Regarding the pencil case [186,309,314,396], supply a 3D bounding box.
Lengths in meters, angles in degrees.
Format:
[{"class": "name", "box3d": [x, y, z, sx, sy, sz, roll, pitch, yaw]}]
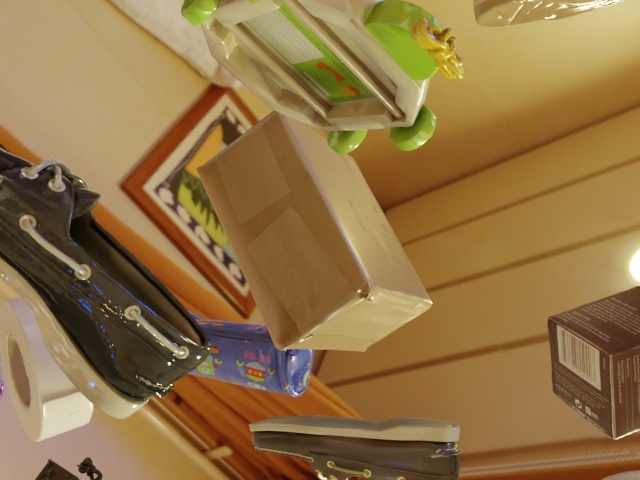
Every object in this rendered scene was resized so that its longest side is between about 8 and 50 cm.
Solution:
[{"class": "pencil case", "box3d": [-0.160, 0.206, 1.230, 0.305, 0.133, 0.119, 6, -139, 21]}]

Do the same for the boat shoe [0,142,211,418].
[{"class": "boat shoe", "box3d": [-0.200, -0.007, 0.491, 0.091, 0.303, 0.114, -34, -162, 4]}]

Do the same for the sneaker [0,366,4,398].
[{"class": "sneaker", "box3d": [-0.348, 0.132, 0.598, 0.236, 0.104, 0.095, -29, -156, 53]}]

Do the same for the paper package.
[{"class": "paper package", "box3d": [0.000, 0.000, 1.025, 0.168, 0.309, 0.325, -35, -113, 17]}]

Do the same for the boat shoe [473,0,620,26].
[{"class": "boat shoe", "box3d": [0.272, -0.304, 0.740, 0.285, 0.093, 0.102, -19, -172, -34]}]

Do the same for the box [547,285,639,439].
[{"class": "box", "box3d": [0.534, 0.206, 1.135, 0.203, 0.167, 0.168, -15, -161, -12]}]

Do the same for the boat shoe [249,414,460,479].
[{"class": "boat shoe", "box3d": [0.032, 0.224, 0.689, 0.227, 0.069, 0.081, -2, 174, 15]}]

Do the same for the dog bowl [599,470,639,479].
[{"class": "dog bowl", "box3d": [0.357, 0.385, 0.669, 0.104, 0.265, 0.264, -12, 179, -43]}]

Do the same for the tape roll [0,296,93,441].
[{"class": "tape roll", "box3d": [-0.549, 0.245, 1.290, 0.100, 0.287, 0.286, -12, -177, -37]}]

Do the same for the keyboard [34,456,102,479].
[{"class": "keyboard", "box3d": [-0.343, 0.359, 0.908, 0.180, 0.023, 0.108, 10, -124, 38]}]

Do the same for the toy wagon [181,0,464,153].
[{"class": "toy wagon", "box3d": [0.018, -0.196, 0.696, 0.344, 0.267, 0.068, 7, -114, 51]}]
